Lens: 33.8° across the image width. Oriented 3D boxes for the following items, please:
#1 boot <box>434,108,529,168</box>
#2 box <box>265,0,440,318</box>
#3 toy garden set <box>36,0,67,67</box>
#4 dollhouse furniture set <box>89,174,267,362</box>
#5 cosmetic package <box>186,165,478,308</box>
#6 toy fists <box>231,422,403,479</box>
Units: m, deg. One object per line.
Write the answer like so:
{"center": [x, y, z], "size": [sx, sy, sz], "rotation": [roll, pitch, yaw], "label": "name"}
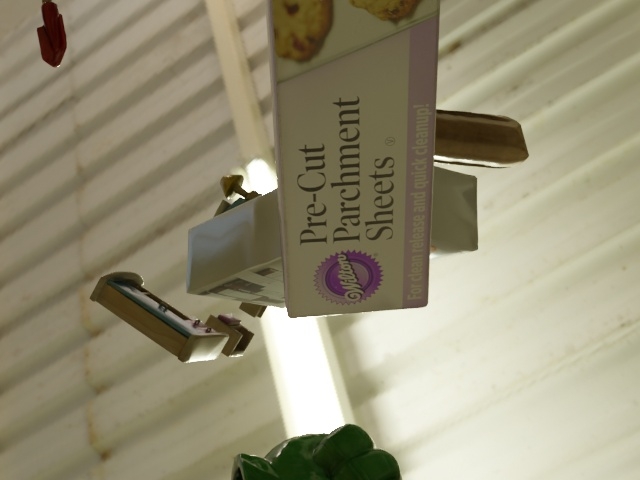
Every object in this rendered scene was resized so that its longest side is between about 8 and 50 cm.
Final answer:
{"center": [0.137, -0.127, 1.296], "size": [0.236, 0.269, 0.089], "rotation": [-128, -133, -63], "label": "boot"}
{"center": [0.010, -0.115, 0.381], "size": [0.067, 0.324, 0.063], "rotation": [-3, -144, -3], "label": "box"}
{"center": [-0.218, -0.215, 0.650], "size": [0.203, 0.049, 0.244], "rotation": [1, -106, -4], "label": "toy garden set"}
{"center": [-0.187, 0.021, 1.776], "size": [0.198, 0.286, 0.303], "rotation": [32, -84, 17], "label": "dollhouse furniture set"}
{"center": [0.000, 0.000, 0.782], "size": [0.239, 0.098, 0.060], "rotation": [-21, -115, 52], "label": "cosmetic package"}
{"center": [0.025, 0.250, 0.741], "size": [0.142, 0.096, 0.279], "rotation": [-1, -139, -15], "label": "toy fists"}
